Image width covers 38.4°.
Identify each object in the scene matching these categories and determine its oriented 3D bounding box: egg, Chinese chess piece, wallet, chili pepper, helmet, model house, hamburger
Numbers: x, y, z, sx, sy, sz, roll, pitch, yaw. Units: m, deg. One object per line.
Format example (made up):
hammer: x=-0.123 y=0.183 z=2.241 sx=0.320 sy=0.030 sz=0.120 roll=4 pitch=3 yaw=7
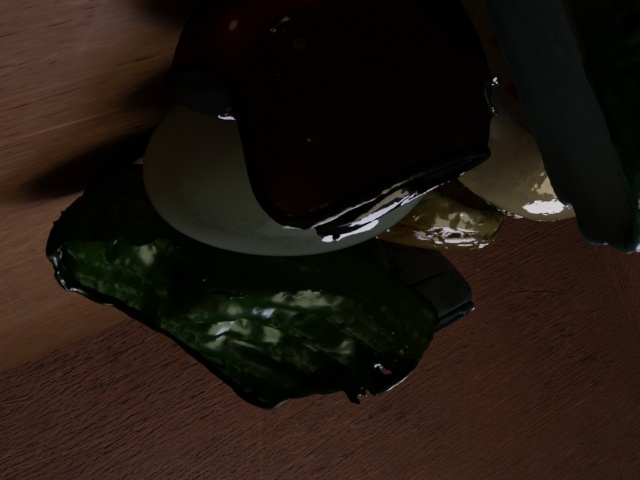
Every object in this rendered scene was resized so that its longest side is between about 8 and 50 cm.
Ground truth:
egg: x=-0.020 y=-0.077 z=0.784 sx=0.264 sy=0.183 sz=0.183 roll=-15 pitch=173 yaw=-16
Chinese chess piece: x=0.203 y=-0.136 z=0.898 sx=0.249 sy=0.250 sz=0.103 roll=-22 pitch=162 yaw=-41
wallet: x=0.000 y=0.000 z=1.113 sx=0.237 sy=0.342 sz=0.075 roll=-22 pitch=144 yaw=-34
chili pepper: x=-0.078 y=0.037 z=0.927 sx=0.213 sy=0.384 sz=0.167 roll=114 pitch=1 yaw=-57
helmet: x=0.010 y=-0.096 z=0.600 sx=0.216 sy=0.193 sz=0.189 roll=17 pitch=-178 yaw=8
model house: x=0.243 y=-0.163 z=0.554 sx=0.248 sy=0.281 sz=0.230 roll=-20 pitch=178 yaw=5
hamburger: x=0.071 y=-0.069 z=0.977 sx=0.308 sy=0.133 sz=0.211 roll=15 pitch=-175 yaw=8
